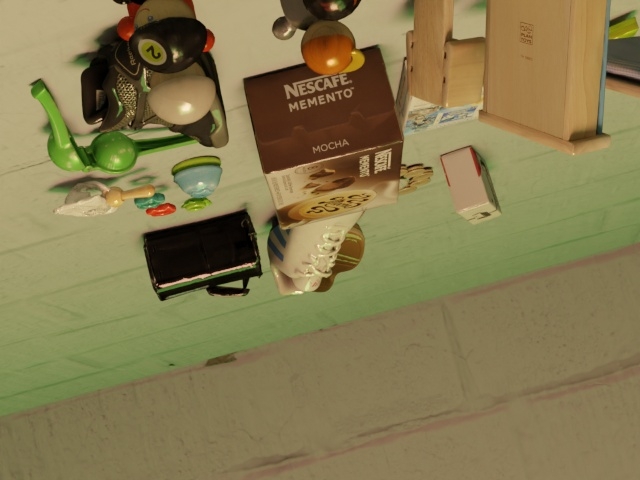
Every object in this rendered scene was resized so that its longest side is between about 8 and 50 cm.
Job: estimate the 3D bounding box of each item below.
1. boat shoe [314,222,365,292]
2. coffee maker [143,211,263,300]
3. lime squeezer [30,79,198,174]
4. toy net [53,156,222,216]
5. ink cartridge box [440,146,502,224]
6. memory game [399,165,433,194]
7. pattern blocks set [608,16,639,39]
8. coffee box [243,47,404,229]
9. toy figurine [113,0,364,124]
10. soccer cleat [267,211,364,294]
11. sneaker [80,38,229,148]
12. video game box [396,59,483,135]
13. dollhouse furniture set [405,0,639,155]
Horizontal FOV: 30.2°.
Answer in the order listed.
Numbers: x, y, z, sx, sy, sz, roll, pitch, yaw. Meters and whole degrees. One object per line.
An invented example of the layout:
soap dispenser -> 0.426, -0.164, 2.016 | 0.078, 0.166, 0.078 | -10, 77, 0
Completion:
boat shoe -> 0.010, 0.012, 2.171 | 0.104, 0.089, 0.285 | 16, 156, -14
coffee maker -> -0.192, 0.017, 1.909 | 0.178, 0.120, 0.171 | -14, 144, -7
lime squeezer -> -0.244, -0.123, 1.360 | 0.110, 0.059, 0.310 | -52, 152, 18
toy net -> -0.249, -0.065, 1.600 | 0.232, 0.045, 0.122 | -7, 168, -23
ink cartridge box -> 0.246, -0.088, 1.927 | 0.056, 0.099, 0.135 | -19, 168, 15
memory game -> 0.098, -0.088, 1.957 | 0.186, 0.012, 0.186 | -14, 168, -3
pattern blocks set -> 0.486, -0.286, 1.495 | 0.285, 0.026, 0.325 | -13, 168, -8
coffee box -> 0.008, -0.117, 1.477 | 0.168, 0.119, 0.297 | -13, 168, -1
toy figurine -> -0.065, -0.197, 0.969 | 0.209, 0.148, 0.213 | -13, 167, -7
soccer cleat -> 0.000, 0.000, 1.896 | 0.116, 0.143, 0.331 | 1, 163, -18
sneaker -> -0.168, -0.149, 1.222 | 0.130, 0.087, 0.227 | -14, 165, 7
video game box -> 0.202, -0.200, 1.501 | 0.205, 0.048, 0.187 | -13, 166, -4
dollhouse furniture set -> 0.291, -0.233, 1.188 | 0.303, 0.198, 0.286 | -14, -155, -29
